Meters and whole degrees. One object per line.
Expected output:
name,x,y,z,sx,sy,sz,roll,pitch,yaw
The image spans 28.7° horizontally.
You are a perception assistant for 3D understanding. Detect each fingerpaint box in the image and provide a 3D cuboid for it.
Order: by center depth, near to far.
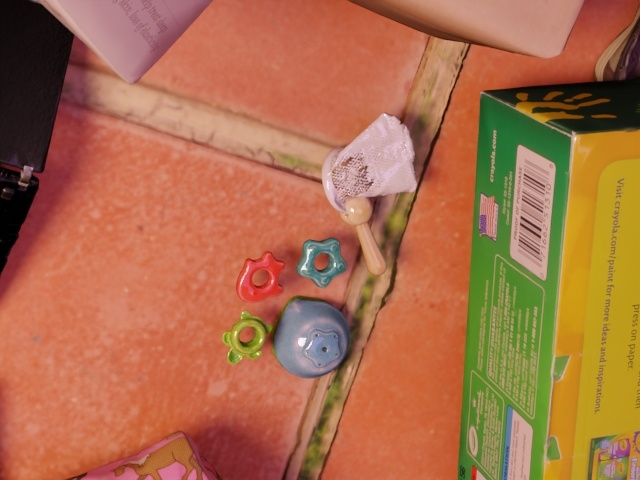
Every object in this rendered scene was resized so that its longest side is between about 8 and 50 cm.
fingerpaint box,0.320,0.086,1.084,0.371,0.163,0.445,-7,112,-18

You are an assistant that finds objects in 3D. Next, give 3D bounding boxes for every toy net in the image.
toy net,0.000,0.000,1.028,0.122,0.045,0.232,19,94,-21

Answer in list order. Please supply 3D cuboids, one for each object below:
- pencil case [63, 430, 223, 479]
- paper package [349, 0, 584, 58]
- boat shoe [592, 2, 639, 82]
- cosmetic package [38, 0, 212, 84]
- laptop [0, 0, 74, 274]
pencil case,-0.228,0.292,0.953,0.386,0.160,0.167,-25,151,-13
paper package,0.064,-0.326,0.903,0.325,0.168,0.309,20,95,-22
boat shoe,0.299,-0.186,1.087,0.056,0.049,0.152,32,92,-26
cosmetic package,-0.211,-0.284,0.695,0.385,0.217,0.156,43,87,13
laptop,-0.324,-0.083,0.903,0.234,0.136,0.264,17,122,-22
